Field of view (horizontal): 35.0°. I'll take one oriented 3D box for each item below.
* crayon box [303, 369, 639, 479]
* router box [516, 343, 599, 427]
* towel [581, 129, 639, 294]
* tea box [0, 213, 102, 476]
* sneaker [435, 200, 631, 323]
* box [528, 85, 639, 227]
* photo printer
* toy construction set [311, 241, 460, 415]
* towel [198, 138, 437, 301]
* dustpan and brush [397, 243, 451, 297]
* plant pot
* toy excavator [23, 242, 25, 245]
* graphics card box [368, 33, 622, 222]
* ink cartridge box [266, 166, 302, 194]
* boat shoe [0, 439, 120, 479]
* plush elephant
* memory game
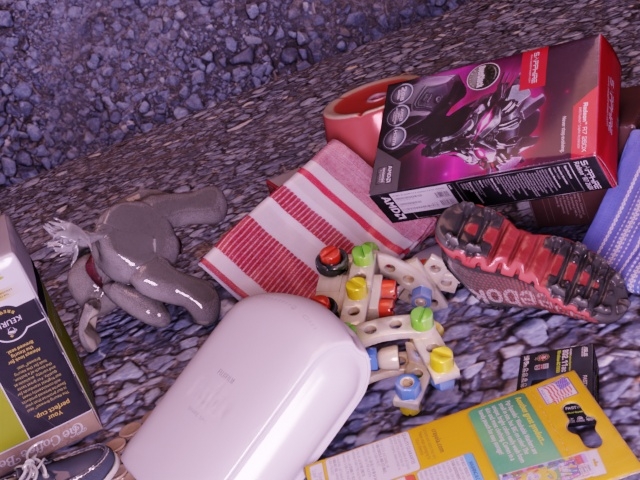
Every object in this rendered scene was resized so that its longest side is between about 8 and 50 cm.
[{"bbox_3d":[0.154,0.267,1.053,0.323,0.083,0.203,-20,22,2],"label":"crayon box"},{"bbox_3d":[0.284,0.176,1.213,0.092,0.038,0.122,-11,23,20],"label":"router box"},{"bbox_3d":[0.462,-0.041,1.329,0.243,0.040,0.336,-63,16,-2],"label":"towel"},{"bbox_3d":[-0.554,0.188,1.536,0.329,0.323,0.220,-24,22,-11],"label":"tea box"},{"bbox_3d":[0.284,0.047,1.387,0.276,0.135,0.098,24,61,16],"label":"sneaker"},{"bbox_3d":[0.445,-0.135,1.635,0.203,0.167,0.168,-4,28,36],"label":"box"},{"bbox_3d":[-0.087,0.205,1.231,0.307,0.107,0.256,-53,30,-9],"label":"photo printer"},{"bbox_3d":[0.095,0.096,1.397,0.215,0.151,0.328,-1,25,13],"label":"toy construction set"},{"bbox_3d":[0.000,0.000,1.627,0.237,0.037,0.329,39,65,16],"label":"towel"},{"bbox_3d":[0.163,0.056,1.600,0.211,0.060,0.147,-13,16,2],"label":"dustpan and brush"},{"bbox_3d":[0.133,-0.156,1.859,0.275,0.243,0.275,-17,21,7],"label":"plant pot"},{"bbox_3d":[-0.816,0.158,1.931,0.445,0.433,0.222,0,10,-30],"label":"toy excavator"},{"bbox_3d":[0.266,-0.167,1.563,0.371,0.094,0.233,-9,55,32],"label":"graphics card box"},{"bbox_3d":[-0.021,-0.027,1.782,0.072,0.175,0.127,-23,22,-14],"label":"ink cartridge box"},{"bbox_3d":[-0.399,0.337,1.373,0.254,0.079,0.095,-25,22,-6],"label":"boat shoe"},{"bbox_3d":[-0.349,0.056,1.829,0.330,0.272,0.255,5,-29,-22],"label":"plush elephant"},{"bbox_3d":[-0.230,0.287,1.440,0.186,0.012,0.186,-17,22,7],"label":"memory game"}]
